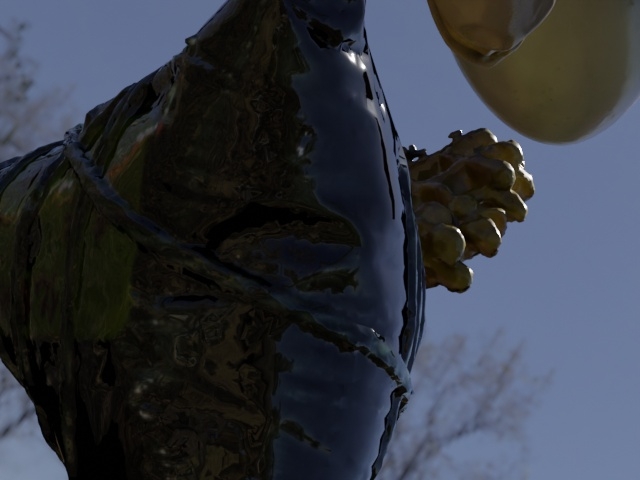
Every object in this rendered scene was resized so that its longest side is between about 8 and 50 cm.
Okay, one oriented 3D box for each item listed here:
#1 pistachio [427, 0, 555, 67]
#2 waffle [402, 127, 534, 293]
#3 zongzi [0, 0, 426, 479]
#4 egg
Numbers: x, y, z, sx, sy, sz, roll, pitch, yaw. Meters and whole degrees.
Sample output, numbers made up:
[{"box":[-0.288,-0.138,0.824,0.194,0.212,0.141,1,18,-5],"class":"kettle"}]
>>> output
[{"box":[0.151,-0.261,1.596,0.145,0.200,0.117,16,-7,-12],"class":"pistachio"},{"box":[0.000,0.000,1.242,0.293,0.260,0.069,-14,-70,26],"class":"waffle"},{"box":[-0.055,0.078,0.881,0.319,0.362,0.383,11,-16,-11],"class":"zongzi"},{"box":[0.285,-0.281,2.086,0.283,0.283,0.345,16,-50,41],"class":"egg"}]
